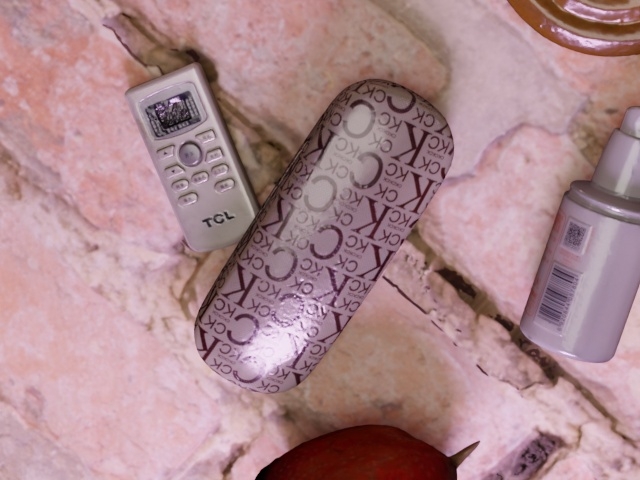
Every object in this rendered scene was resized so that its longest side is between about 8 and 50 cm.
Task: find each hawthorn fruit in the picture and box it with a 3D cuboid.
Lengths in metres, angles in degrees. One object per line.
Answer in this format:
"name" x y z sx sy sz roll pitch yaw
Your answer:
"hawthorn fruit" 0.055 0.274 1.498 0.251 0.189 0.190 -24 100 -6

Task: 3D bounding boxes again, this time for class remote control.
"remote control" -0.128 -0.082 1.500 0.087 0.029 0.190 -19 101 13

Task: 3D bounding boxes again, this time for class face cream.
"face cream" 0.279 -0.012 1.423 0.101 0.101 0.252 18 105 4

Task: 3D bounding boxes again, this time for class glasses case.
"glasses case" 0.000 0.000 1.467 0.137 0.085 0.355 30 106 -13

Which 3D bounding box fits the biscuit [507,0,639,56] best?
"biscuit" 0.287 -0.302 1.383 0.261 0.037 0.262 2 104 8
